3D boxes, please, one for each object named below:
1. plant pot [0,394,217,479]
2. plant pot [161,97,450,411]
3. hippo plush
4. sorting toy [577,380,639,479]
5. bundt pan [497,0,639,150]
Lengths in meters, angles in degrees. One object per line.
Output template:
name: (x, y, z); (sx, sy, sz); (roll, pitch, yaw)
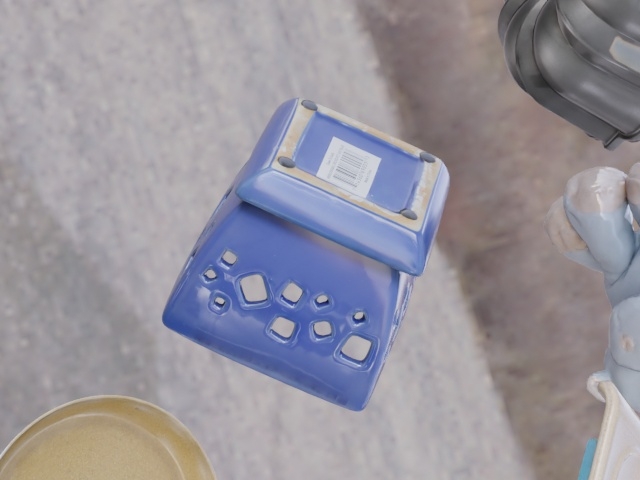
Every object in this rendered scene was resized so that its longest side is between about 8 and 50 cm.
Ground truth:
plant pot: (-0.193, 0.248, 1.627); (0.032, 0.236, 0.236); (3, -66, 57)
plant pot: (0.000, 0.000, 1.980); (0.236, 0.236, 0.212); (-67, -177, -58)
hippo plush: (0.352, 0.070, 2.154); (0.294, 0.234, 0.237); (97, 8, -59)
sorting toy: (0.202, 0.224, 1.299); (0.193, 0.038, 0.208); (47, 49, -52)
bundt pan: (0.261, -0.255, 1.700); (0.331, 0.124, 0.331); (-160, -90, -76)
